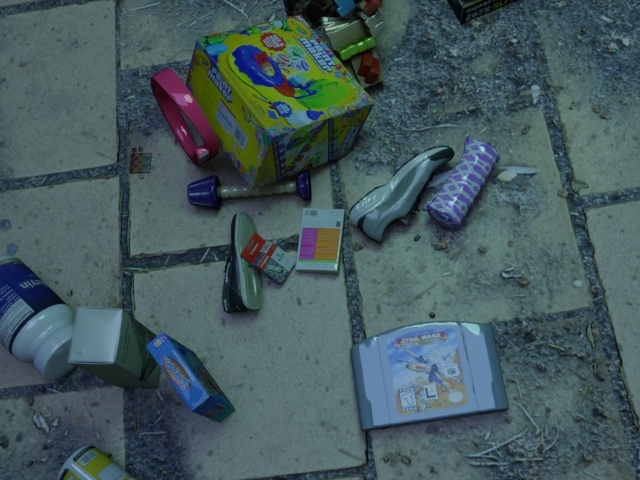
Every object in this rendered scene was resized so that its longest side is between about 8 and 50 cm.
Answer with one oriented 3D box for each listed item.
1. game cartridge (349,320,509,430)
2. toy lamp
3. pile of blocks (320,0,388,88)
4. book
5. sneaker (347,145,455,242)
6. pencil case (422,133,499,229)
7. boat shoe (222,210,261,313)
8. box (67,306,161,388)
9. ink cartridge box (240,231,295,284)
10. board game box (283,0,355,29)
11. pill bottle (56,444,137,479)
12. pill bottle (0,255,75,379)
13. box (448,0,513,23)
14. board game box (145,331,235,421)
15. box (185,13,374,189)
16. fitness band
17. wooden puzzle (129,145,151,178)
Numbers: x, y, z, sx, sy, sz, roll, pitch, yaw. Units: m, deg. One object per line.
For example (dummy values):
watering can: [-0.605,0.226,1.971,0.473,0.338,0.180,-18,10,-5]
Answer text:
game cartridge: [0.214,0.266,1.594,0.297,0.062,0.198,-10,75,4]
toy lamp: [-0.159,-0.115,1.760,0.274,0.080,0.080,-5,71,4]
pile of blocks: [0.083,-0.503,1.744,0.148,0.113,0.363,-3,107,-10]
book: [0.000,0.000,1.723,0.096,0.035,0.144,3,72,12]
sneaker: [0.188,-0.102,1.707,0.271,0.100,0.108,-41,82,-1]
pencil case: [0.303,-0.122,1.693,0.088,0.086,0.206,32,76,7]
boat shoe: [-0.180,0.045,1.708,0.079,0.084,0.233,-18,62,29]
box: [-0.400,0.219,1.571,0.094,0.275,0.113,2,72,7]
ink cartridge box: [-0.112,0.038,1.685,0.029,0.115,0.063,13,67,52]
board game box: [0.031,-0.588,1.847,0.243,0.165,0.042,-26,70,-1]
pill bottle: [-0.427,0.499,1.572,0.184,0.103,0.103,32,78,16]
pill bottle: [-0.626,0.166,1.686,0.264,0.153,0.153,39,80,17]
box: [0.386,-0.708,1.889,0.257,0.079,0.322,-22,70,-2]
board game box: [-0.255,0.276,1.568,0.047,0.210,0.160,-39,70,-5]
box: [-0.095,-0.305,1.706,0.279,0.177,0.290,-24,67,-34]
fitness band: [-0.297,-0.268,1.719,0.054,0.291,0.209,-31,94,-11]
wooden puzzle: [-0.423,-0.183,1.854,0.049,0.006,0.083,-1,71,7]
